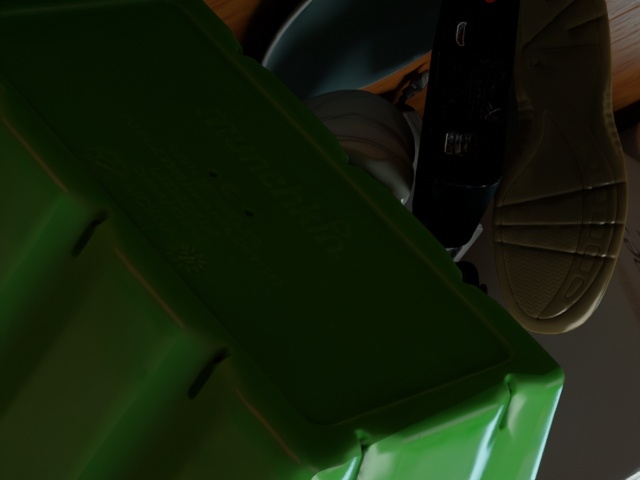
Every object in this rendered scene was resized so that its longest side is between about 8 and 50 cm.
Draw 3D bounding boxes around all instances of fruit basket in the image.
[{"bbox_3d":[-0.121,0.110,0.889,0.283,0.392,0.392,-14,157,-46],"label":"fruit basket"}]

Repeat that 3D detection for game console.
[{"bbox_3d":[0.066,0.034,1.025,0.044,0.361,0.213,7,172,1],"label":"game console"}]

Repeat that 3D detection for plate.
[{"bbox_3d":[0.042,-0.139,1.063,0.188,0.024,0.188,-28,165,-8],"label":"plate"}]

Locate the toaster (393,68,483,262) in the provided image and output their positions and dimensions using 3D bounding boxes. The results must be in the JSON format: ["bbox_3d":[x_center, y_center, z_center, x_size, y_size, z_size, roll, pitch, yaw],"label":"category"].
[{"bbox_3d":[0.000,0.000,1.253,0.168,0.110,0.185,-23,162,-29],"label":"toaster"}]

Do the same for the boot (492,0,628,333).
[{"bbox_3d":[0.137,-0.050,1.162,0.077,0.213,0.165,0,178,1],"label":"boot"}]

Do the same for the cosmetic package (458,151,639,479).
[{"bbox_3d":[0.190,0.154,1.456,0.327,0.329,0.394,-38,141,23],"label":"cosmetic package"}]

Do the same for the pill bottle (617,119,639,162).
[{"bbox_3d":[0.279,-0.028,1.663,0.119,0.119,0.208,-23,163,-26],"label":"pill bottle"}]

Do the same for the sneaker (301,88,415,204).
[{"bbox_3d":[-0.054,-0.014,1.052,0.232,0.090,0.115,-25,-164,2],"label":"sneaker"}]
